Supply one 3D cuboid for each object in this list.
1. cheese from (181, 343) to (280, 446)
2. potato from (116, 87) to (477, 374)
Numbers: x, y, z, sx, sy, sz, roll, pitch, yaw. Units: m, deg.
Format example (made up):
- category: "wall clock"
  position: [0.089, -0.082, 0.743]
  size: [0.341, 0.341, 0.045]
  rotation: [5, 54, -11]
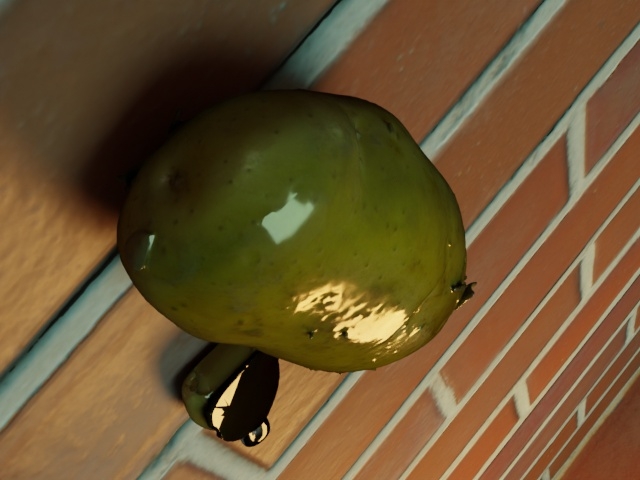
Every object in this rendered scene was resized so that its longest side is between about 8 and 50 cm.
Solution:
- category: "cheese"
  position: [-0.061, 0.128, 0.772]
  size: [0.086, 0.036, 0.162]
  rotation: [-47, 154, -20]
- category: "potato"
  position: [0.000, 0.000, 0.598]
  size: [0.173, 0.140, 0.300]
  rotation: [-49, 149, 6]
